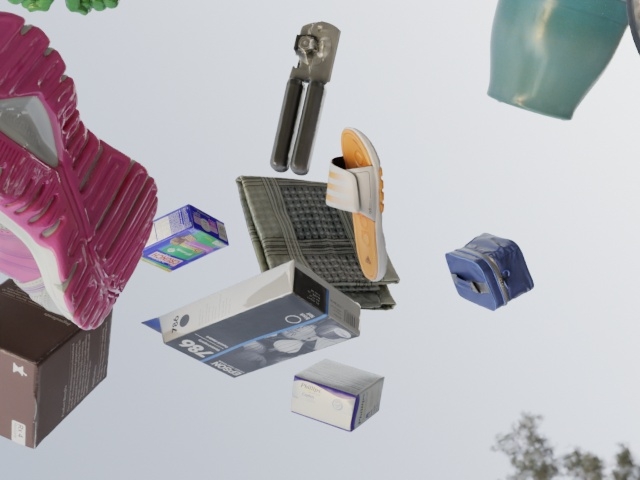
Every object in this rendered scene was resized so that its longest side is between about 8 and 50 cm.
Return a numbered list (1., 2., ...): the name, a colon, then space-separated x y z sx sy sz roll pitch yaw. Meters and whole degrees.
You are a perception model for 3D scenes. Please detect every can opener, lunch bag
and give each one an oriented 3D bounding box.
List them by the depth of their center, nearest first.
1. lunch bag: 0.187 0.038 0.929 0.065 0.098 0.067 -28 -75 -13
2. can opener: -0.020 -0.248 1.458 0.095 0.076 0.283 37 -116 -73

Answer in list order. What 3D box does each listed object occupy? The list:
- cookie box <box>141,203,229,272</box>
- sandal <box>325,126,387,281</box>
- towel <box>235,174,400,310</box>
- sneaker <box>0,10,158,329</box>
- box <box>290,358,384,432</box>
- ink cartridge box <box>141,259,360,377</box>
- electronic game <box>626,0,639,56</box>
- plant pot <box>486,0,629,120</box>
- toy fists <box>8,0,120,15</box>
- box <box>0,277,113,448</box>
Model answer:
1. cookie box: -0.199 -0.001 1.160 0.092 0.107 0.040 32 -140 -58
2. sandal: 0.054 -0.051 1.359 0.076 0.102 0.265 -15 -75 -24
3. towel: 0.000 0.000 1.691 0.312 0.056 0.324 4 -127 -36
4. sneaker: -0.180 -0.038 0.480 0.111 0.252 0.103 17 -119 20
5. box: 0.032 0.278 1.503 0.137 0.126 0.072 -12 -67 -63
6. ink cartridge box: -0.117 0.139 1.294 0.165 0.333 0.065 35 -135 -39
7. electronic game: 0.391 -0.241 0.785 0.229 0.229 0.048 37 179 -20
8. plant pot: 0.457 -0.385 1.654 0.272 0.255 0.271 15 -164 -5
9. toy fists: -0.563 -0.555 1.786 0.279 0.142 0.096 -5 -110 -27
10. box: -0.447 0.173 1.275 0.167 0.168 0.203 20 -151 12
